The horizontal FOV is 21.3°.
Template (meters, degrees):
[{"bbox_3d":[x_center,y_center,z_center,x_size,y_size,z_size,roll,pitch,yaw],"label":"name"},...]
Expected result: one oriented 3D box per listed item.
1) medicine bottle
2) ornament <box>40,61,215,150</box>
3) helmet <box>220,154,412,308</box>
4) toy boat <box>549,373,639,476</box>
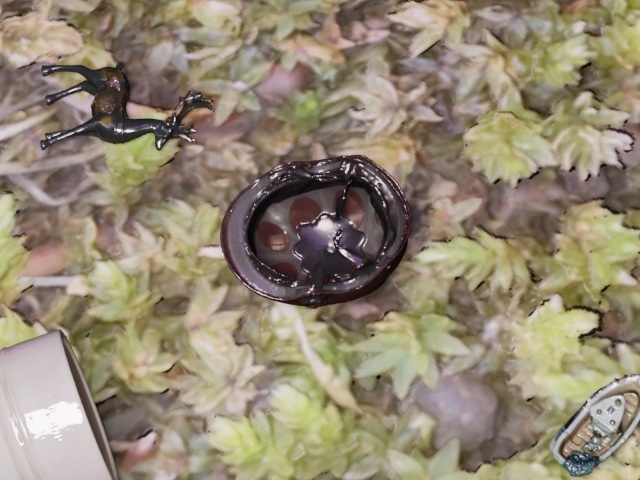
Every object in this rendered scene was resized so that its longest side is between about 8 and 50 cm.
[{"bbox_3d":[-0.275,0.152,1.009,0.296,0.161,0.111,-21,63,-7],"label":"medicine bottle"},{"bbox_3d":[-0.136,-0.096,1.203,0.125,0.028,0.073,-5,62,6],"label":"ornament"},{"bbox_3d":[0.000,0.000,1.112,0.123,0.070,0.098,-15,70,2],"label":"helmet"},{"bbox_3d":[0.176,0.111,1.053,0.038,0.038,0.083,39,73,23],"label":"toy boat"}]
